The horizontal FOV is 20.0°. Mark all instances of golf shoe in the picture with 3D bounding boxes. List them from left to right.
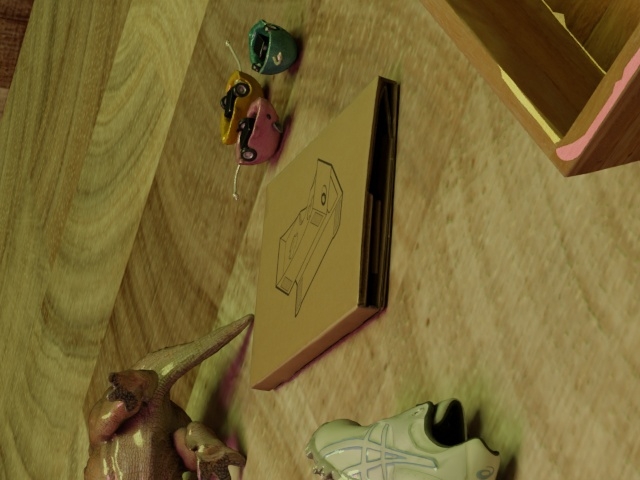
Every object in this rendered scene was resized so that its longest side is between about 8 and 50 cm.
[{"bbox_3d":[0.051,0.121,0.991,0.086,0.069,0.176,-56,24,0],"label":"golf shoe"}]

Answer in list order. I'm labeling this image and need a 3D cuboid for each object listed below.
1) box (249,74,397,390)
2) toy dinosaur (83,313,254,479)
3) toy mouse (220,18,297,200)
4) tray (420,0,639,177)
[{"bbox_3d":[0.000,0.000,1.244,0.201,0.021,0.164,138,140,-60],"label":"box"},{"bbox_3d":[-0.148,0.182,1.410,0.200,0.127,0.295,-173,100,-78],"label":"toy dinosaur"},{"bbox_3d":[-0.043,-0.115,1.419,0.143,0.031,0.161,137,141,-59],"label":"toy mouse"},{"bbox_3d":[0.160,-0.242,0.741,0.203,0.076,0.411,54,137,25],"label":"tray"}]
